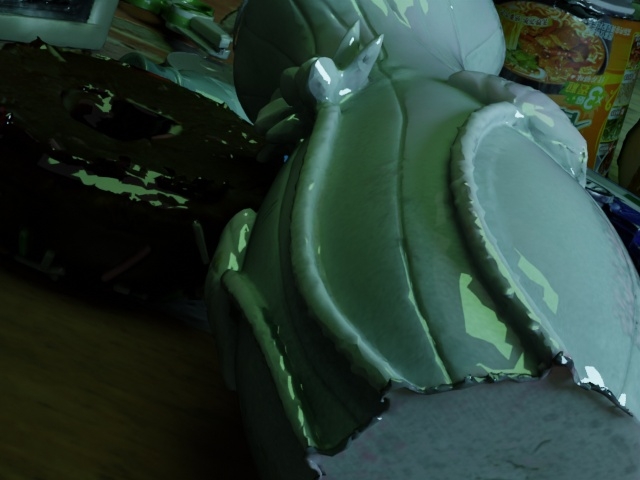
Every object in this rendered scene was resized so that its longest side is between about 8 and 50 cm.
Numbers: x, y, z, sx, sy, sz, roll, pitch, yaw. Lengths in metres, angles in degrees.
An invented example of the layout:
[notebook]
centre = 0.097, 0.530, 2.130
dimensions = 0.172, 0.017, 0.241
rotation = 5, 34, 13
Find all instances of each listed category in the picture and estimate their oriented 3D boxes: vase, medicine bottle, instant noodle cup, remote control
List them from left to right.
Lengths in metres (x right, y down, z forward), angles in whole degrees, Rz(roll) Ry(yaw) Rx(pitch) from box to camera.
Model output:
[medicine bottle]
centre = -0.081, -0.098, 1.489
dimensions = 0.208, 0.054, 0.090
rotation = 20, 14, -47
[remote control]
centre = -0.029, -0.127, 1.714
dimensions = 0.245, 0.022, 0.077
rotation = 14, 23, -19
[vase]
centre = 0.055, -0.001, 1.095
dimensions = 0.250, 0.250, 0.445
rotation = 14, 35, -20
[instant noodle cup]
centre = 0.216, -0.172, 1.849
dimensions = 0.230, 0.182, 0.230
rotation = 19, 19, -7

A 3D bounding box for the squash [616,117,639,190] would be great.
[squash]
centre = 0.400, -0.056, 1.873
dimensions = 0.188, 0.095, 0.095
rotation = 17, 21, -15

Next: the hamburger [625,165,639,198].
[hamburger]
centre = 0.338, -0.020, 1.573
dimensions = 0.118, 0.191, 0.182
rotation = 14, -9, -42

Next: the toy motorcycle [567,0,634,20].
[toy motorcycle]
centre = 0.235, -0.295, 1.768
dimensions = 0.239, 0.108, 0.204
rotation = 35, 19, -34

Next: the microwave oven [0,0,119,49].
[microwave oven]
centre = -0.358, -0.325, 1.601
dimensions = 0.355, 0.218, 0.286
rotation = 1, 30, -44

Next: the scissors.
[scissors]
centre = -0.128, -0.211, 1.791
dimensions = 0.101, 0.027, 0.204
rotation = 10, 16, -26

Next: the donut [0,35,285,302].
[donut]
centre = -0.146, -0.049, 1.285
dimensions = 0.269, 0.103, 0.270
rotation = 18, 18, -6

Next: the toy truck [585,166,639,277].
[toy truck]
centre = 0.238, 0.028, 1.451
dimensions = 0.155, 0.124, 0.268
rotation = 6, 24, -48
